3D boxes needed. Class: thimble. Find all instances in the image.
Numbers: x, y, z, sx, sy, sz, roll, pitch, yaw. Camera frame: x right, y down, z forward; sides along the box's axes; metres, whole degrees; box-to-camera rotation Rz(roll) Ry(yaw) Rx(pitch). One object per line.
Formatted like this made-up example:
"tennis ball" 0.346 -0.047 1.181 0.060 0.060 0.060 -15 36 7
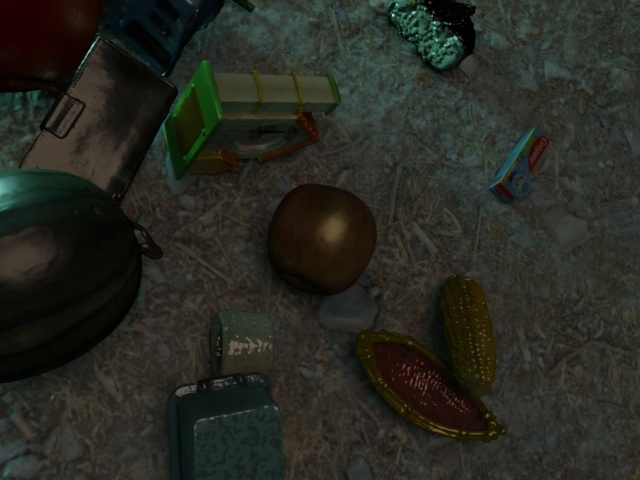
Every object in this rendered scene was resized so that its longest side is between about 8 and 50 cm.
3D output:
"thimble" -0.129 0.173 1.028 0.090 0.102 0.115 4 43 -21

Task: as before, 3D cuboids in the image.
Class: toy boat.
"toy boat" 0.184 0.260 1.131 0.317 0.099 0.141 35 60 -6

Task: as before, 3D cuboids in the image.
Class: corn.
"corn" 0.273 0.166 1.166 0.097 0.097 0.262 16 43 -17

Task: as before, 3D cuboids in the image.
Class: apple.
"apple" 0.000 0.000 1.088 0.188 0.188 0.174 26 70 -13

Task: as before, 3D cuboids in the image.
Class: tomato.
"tomato" -0.500 -0.385 0.941 0.338 0.143 0.339 1 94 13

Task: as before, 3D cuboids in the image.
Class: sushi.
"sushi" 0.255 -0.483 1.372 0.212 0.147 0.115 45 63 1

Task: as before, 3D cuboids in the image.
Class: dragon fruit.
"dragon fruit" -0.439 -0.288 1.073 0.060 0.056 0.083 46 64 -4

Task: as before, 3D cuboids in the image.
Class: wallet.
"wallet" -0.371 -0.171 1.048 0.169 0.044 0.317 31 70 -26

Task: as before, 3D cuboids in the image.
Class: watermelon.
"watermelon" -0.402 0.043 0.858 0.359 0.279 0.279 -25 84 -26

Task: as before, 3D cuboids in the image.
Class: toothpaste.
"toothpaste" 0.452 -0.164 1.406 0.070 0.044 0.193 42 63 -7

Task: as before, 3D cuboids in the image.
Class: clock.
"clock" -0.113 -0.205 1.097 0.255 0.219 0.106 -7 75 -32

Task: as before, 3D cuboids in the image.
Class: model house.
"model house" -0.295 -0.481 1.076 0.303 0.237 0.216 42 63 -13

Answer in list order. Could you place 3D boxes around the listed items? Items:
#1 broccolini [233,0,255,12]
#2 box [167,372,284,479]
"broccolini" -0.235 -0.525 1.244 0.239 0.051 0.054 27 21 -14
"box" -0.136 0.323 0.939 0.162 0.130 0.227 -5 99 -23
